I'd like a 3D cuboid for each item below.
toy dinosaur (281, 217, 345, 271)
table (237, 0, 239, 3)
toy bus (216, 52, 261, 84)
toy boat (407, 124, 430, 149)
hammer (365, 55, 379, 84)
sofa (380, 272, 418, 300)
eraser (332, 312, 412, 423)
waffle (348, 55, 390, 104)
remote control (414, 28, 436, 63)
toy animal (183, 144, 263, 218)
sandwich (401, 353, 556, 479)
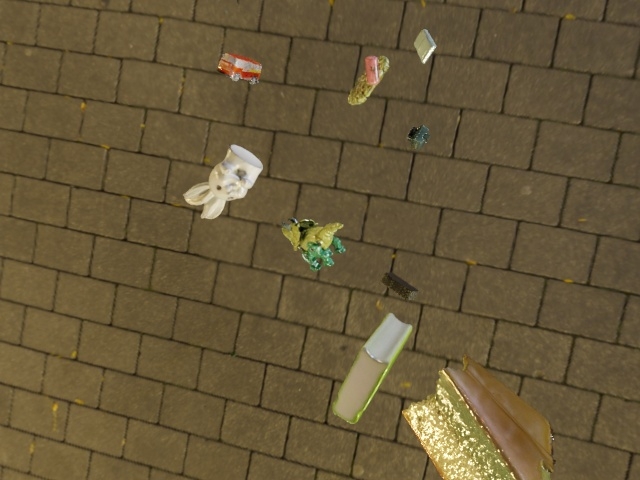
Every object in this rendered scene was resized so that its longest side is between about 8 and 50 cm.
[{"bbox_3d":[0.000,0.000,1.366,0.153,0.259,0.094,51,61,-21],"label":"toy dinosaur"},{"bbox_3d":[-0.206,-0.483,0.885,0.146,0.175,0.063,13,86,-7],"label":"table"},{"bbox_3d":[-0.269,-0.575,1.745,0.079,0.174,0.077,33,112,18],"label":"toy bus"},{"bbox_3d":[0.293,-0.306,1.584,0.060,0.141,0.055,31,89,6],"label":"toy boat"},{"bbox_3d":[0.155,-0.506,1.554,0.043,0.043,0.083,-6,123,11],"label":"hammer"},{"bbox_3d":[0.265,0.153,1.757,0.118,0.060,0.039,36,109,30],"label":"sofa"},{"bbox_3d":[0.141,0.333,1.401,0.092,0.274,0.210,30,108,13],"label":"eraser"},{"bbox_3d":[0.153,-0.521,1.706,0.036,0.169,0.183,33,94,-22],"label":"waffle"},{"bbox_3d":[0.321,-0.607,1.629,0.029,0.162,0.061,22,125,-21],"label":"remote control"},{"bbox_3d":[-0.251,-0.129,1.319,0.103,0.131,0.221,33,109,-34],"label":"toy animal"},{"bbox_3d":[0.209,0.271,0.714,0.186,0.220,0.108,38,114,9],"label":"sandwich"}]
